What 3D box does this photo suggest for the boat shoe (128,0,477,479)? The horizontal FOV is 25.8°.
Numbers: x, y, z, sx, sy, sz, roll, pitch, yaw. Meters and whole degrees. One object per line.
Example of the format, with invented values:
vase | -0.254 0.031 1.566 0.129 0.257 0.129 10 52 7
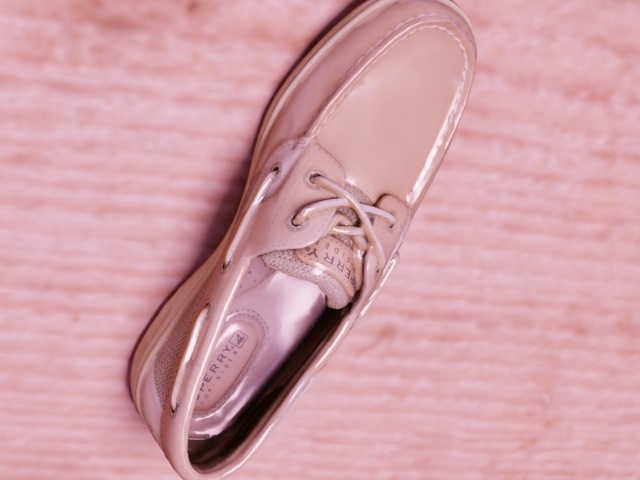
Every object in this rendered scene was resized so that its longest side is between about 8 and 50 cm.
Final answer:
boat shoe | 0.000 0.000 0.778 0.109 0.098 0.302 31 97 -25
